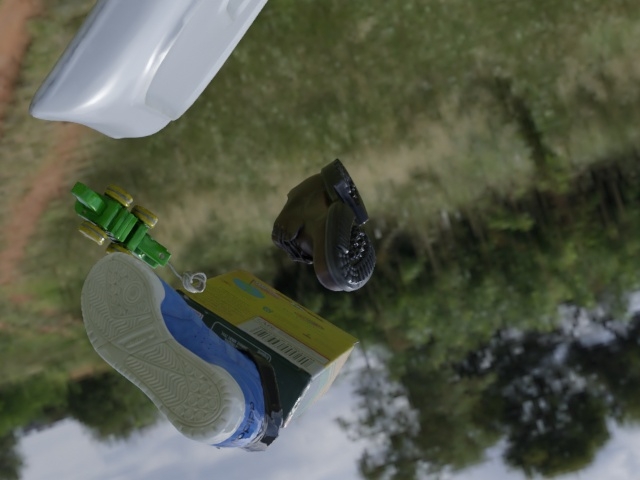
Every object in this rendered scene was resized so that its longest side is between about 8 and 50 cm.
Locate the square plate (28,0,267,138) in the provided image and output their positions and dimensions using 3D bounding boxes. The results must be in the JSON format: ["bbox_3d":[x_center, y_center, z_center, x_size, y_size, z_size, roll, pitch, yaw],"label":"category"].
[{"bbox_3d":[-0.052,-0.209,0.907,0.347,0.049,0.344,-54,180,2],"label":"square plate"}]

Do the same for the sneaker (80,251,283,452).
[{"bbox_3d":[-0.080,0.071,0.797,0.058,0.152,0.084,-50,146,4],"label":"sneaker"}]

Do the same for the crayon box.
[{"bbox_3d":[-0.075,0.131,1.716,0.081,0.202,0.318,-60,171,10],"label":"crayon box"}]

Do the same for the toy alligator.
[{"bbox_3d":[-0.191,-0.004,1.326,0.051,0.190,0.056,18,-109,49],"label":"toy alligator"}]

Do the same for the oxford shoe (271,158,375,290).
[{"bbox_3d":[0.000,0.000,1.356,0.096,0.083,0.227,-27,-159,9],"label":"oxford shoe"}]
